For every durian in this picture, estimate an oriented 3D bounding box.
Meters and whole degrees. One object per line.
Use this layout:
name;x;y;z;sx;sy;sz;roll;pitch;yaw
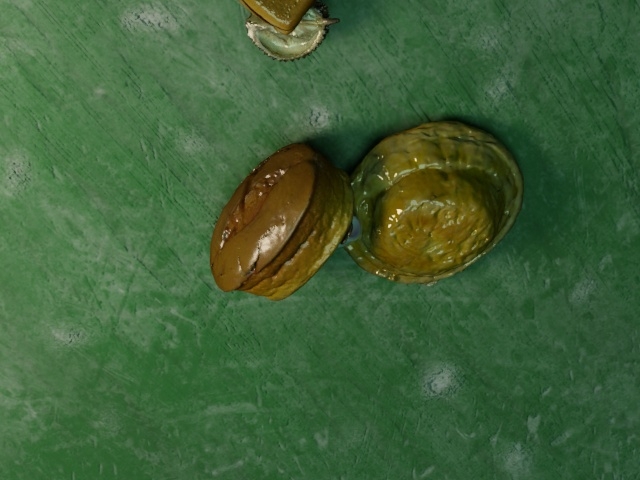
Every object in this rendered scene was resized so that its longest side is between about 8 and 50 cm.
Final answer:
durian;-0.035;-0.322;1.788;0.140;0.071;0.110;-1;119;15

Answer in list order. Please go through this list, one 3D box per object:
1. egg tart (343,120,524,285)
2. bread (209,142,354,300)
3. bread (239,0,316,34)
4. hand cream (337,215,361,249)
egg tart;0.180;-0.038;1.970;0.318;0.128;0.319;-4;126;-5
bread;-0.067;-0.026;1.915;0.142;0.195;0.270;23;122;-31
bread;-0.034;-0.395;1.709;0.116;0.077;0.200;34;89;-7
hand cream;0.000;0.000;1.992;0.076;0.047;0.174;32;151;-23
